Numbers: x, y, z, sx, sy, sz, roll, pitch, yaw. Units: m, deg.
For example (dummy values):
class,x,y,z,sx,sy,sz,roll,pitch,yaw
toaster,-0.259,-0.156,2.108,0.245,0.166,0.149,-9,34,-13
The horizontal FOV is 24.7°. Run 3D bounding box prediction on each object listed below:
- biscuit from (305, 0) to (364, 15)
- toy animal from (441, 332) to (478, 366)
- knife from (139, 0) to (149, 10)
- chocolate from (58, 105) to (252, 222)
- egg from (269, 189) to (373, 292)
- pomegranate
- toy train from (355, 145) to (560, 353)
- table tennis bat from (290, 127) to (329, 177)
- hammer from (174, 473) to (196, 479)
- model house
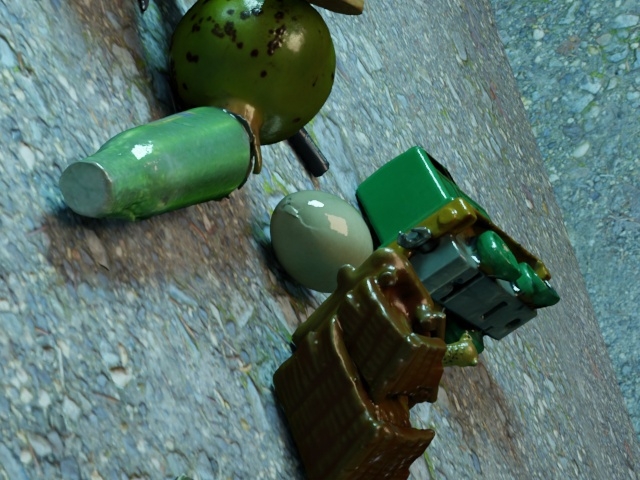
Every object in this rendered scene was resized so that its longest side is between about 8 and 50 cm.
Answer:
class,x,y,z,sx,sy,sz,roll,pitch,yaw
biscuit,-0.048,-0.316,1.711,0.216,0.339,0.047,15,85,-28
toy animal,0.106,0.104,1.879,0.181,0.136,0.073,64,20,-1
knife,-0.226,-0.372,1.788,0.035,0.018,0.247,42,32,-54
chocolate,-0.167,-0.071,1.455,0.110,0.110,0.291,65,22,-1
egg,0.000,0.000,1.766,0.152,0.114,0.114,45,27,-42
pomegranate,-0.073,-0.178,1.679,0.198,0.198,0.246,27,42,-60
toy train,0.199,0.018,2.194,0.429,0.178,0.249,32,27,-57
table tennis bat,-0.060,-0.187,1.977,0.236,0.027,0.150,55,21,-19
hammer,-0.050,0.286,1.424,0.297,0.027,0.125,43,24,-47
model house,0.059,0.166,1.620,0.219,0.199,0.229,43,22,-20
